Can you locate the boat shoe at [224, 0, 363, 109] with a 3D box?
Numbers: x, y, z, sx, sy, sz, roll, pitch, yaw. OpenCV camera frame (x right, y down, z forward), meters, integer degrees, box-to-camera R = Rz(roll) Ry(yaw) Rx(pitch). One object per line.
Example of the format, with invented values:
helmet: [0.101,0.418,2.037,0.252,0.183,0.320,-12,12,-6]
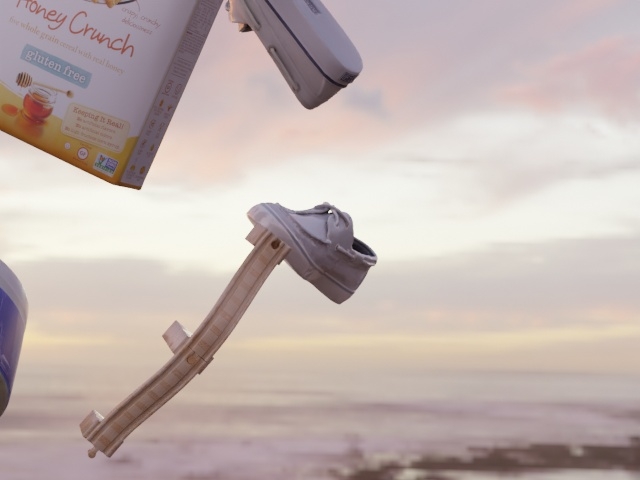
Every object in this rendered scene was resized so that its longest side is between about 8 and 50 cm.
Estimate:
boat shoe: [-0.061,-0.264,1.833,0.088,0.267,0.096,-40,-4,26]

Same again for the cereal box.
cereal box: [-0.166,-0.180,1.252,0.173,0.240,0.047,25,5,21]

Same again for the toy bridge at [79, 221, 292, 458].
toy bridge: [-0.087,0.069,1.075,0.026,0.188,0.063,42,-3,-15]

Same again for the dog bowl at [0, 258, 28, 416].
dog bowl: [-0.417,0.089,1.577,0.265,0.104,0.265,3,-36,2]

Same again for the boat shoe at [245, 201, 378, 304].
boat shoe: [0.000,0.000,1.346,0.066,0.063,0.184,47,3,33]
